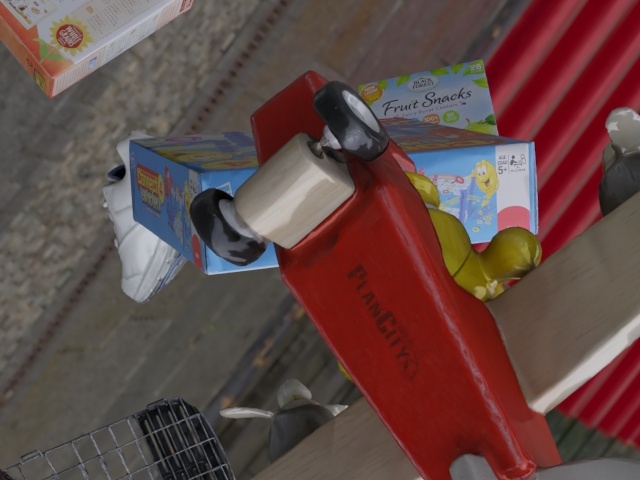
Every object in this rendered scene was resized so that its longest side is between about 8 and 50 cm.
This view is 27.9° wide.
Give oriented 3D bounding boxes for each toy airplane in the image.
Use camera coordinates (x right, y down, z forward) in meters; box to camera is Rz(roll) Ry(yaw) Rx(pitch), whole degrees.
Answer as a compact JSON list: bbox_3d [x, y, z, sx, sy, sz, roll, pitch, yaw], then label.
[{"bbox_3d":[0.104,0.087,0.902,0.272,0.386,0.384,8,91,-62],"label":"toy airplane"}]

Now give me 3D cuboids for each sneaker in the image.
[{"bbox_3d":[-0.217,-0.033,1.648,0.111,0.129,0.297,-54,172,-43],"label":"sneaker"}]

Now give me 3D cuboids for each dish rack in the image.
[{"bbox_3d":[-0.227,0.295,1.415,0.271,0.208,0.074,-23,144,-10],"label":"dish rack"}]

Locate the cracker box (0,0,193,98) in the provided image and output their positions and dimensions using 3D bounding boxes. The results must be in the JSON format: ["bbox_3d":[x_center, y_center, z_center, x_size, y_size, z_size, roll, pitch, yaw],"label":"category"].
[{"bbox_3d":[-0.289,-0.304,1.598,0.232,0.156,0.067,-38,175,-23],"label":"cracker box"}]

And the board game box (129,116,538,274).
[{"bbox_3d":[-0.002,-0.053,1.221,0.308,0.086,0.302,-7,-169,-19],"label":"board game box"}]

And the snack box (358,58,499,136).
[{"bbox_3d":[0.173,-0.184,2.049,0.207,0.175,0.070,-10,147,6],"label":"snack box"}]
